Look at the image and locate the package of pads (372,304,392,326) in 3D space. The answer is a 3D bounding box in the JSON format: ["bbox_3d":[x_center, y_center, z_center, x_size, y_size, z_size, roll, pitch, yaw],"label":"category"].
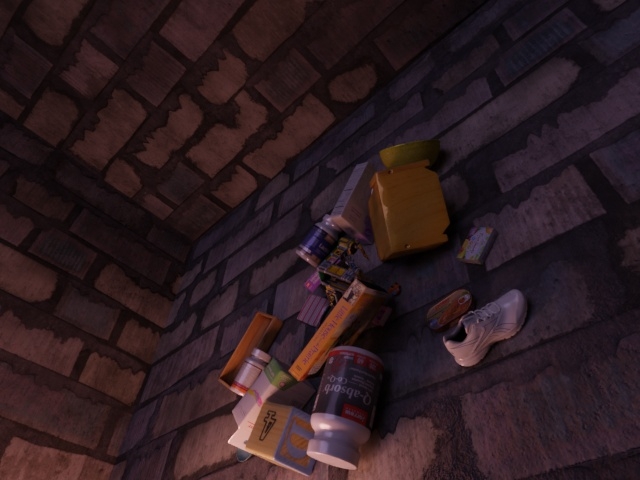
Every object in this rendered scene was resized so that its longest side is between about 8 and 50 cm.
[{"bbox_3d":[0.248,0.301,1.850,0.083,0.032,0.050,-58,24,-14],"label":"package of pads"}]

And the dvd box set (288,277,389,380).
[{"bbox_3d":[0.083,0.341,1.757,0.062,0.307,0.421,38,95,25],"label":"dvd box set"}]

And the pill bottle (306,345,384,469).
[{"bbox_3d":[0.086,0.568,1.585,0.210,0.210,0.363,-20,41,44],"label":"pill bottle"}]

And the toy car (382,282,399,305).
[{"bbox_3d":[0.285,0.229,1.899,0.040,0.060,0.122,44,119,20],"label":"toy car"}]

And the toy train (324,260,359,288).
[{"bbox_3d":[0.100,0.175,2.143,0.184,0.105,0.080,-48,28,6],"label":"toy train"}]

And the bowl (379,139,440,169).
[{"bbox_3d":[0.437,-0.375,2.211,0.289,0.289,0.156,-7,93,53],"label":"bowl"}]

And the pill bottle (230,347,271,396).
[{"bbox_3d":[-0.329,0.637,2.212,0.121,0.121,0.221,-2,54,55],"label":"pill bottle"}]

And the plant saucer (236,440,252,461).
[{"bbox_3d":[-0.315,0.895,1.991,0.119,0.021,0.119,-36,31,26],"label":"plant saucer"}]

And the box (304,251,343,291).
[{"bbox_3d":[0.022,0.139,2.207,0.201,0.057,0.293,-49,-3,4],"label":"box"}]

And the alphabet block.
[{"bbox_3d":[-0.128,0.735,1.727,0.197,0.192,0.194,-15,43,50],"label":"alphabet block"}]

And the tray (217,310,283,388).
[{"bbox_3d":[-0.360,0.574,2.387,0.202,0.076,0.411,3,59,57],"label":"tray"}]

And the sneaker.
[{"bbox_3d":[0.507,0.258,1.416,0.297,0.129,0.111,-47,26,6],"label":"sneaker"}]

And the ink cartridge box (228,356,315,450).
[{"bbox_3d":[-0.213,0.685,1.889,0.354,0.207,0.119,-52,29,-2],"label":"ink cartridge box"}]

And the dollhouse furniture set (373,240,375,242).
[{"bbox_3d":[0.313,-0.042,2.175,0.076,0.058,0.152,18,90,53],"label":"dollhouse furniture set"}]

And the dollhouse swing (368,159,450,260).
[{"bbox_3d":[0.363,-0.100,1.974,0.314,0.305,0.347,-13,74,9],"label":"dollhouse swing"}]

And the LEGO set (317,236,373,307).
[{"bbox_3d":[0.142,0.165,1.909,0.192,0.332,0.255,19,42,36],"label":"LEGO set"}]

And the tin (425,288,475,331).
[{"bbox_3d":[0.453,0.245,1.611,0.189,0.040,0.106,-39,34,22],"label":"tin"}]

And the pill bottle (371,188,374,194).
[{"bbox_3d":[0.384,-0.222,2.136,0.283,0.161,0.161,-5,52,54],"label":"pill bottle"}]

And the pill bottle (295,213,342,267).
[{"bbox_3d":[0.000,0.000,2.448,0.265,0.153,0.153,-54,28,-4],"label":"pill bottle"}]

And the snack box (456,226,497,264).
[{"bbox_3d":[0.576,0.018,1.696,0.100,0.037,0.141,6,62,57],"label":"snack box"}]

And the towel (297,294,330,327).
[{"bbox_3d":[-0.032,0.339,2.232,0.144,0.029,0.197,-59,26,-14],"label":"towel"}]

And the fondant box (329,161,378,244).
[{"bbox_3d":[0.214,-0.179,2.254,0.096,0.238,0.331,-2,55,54],"label":"fondant box"}]
